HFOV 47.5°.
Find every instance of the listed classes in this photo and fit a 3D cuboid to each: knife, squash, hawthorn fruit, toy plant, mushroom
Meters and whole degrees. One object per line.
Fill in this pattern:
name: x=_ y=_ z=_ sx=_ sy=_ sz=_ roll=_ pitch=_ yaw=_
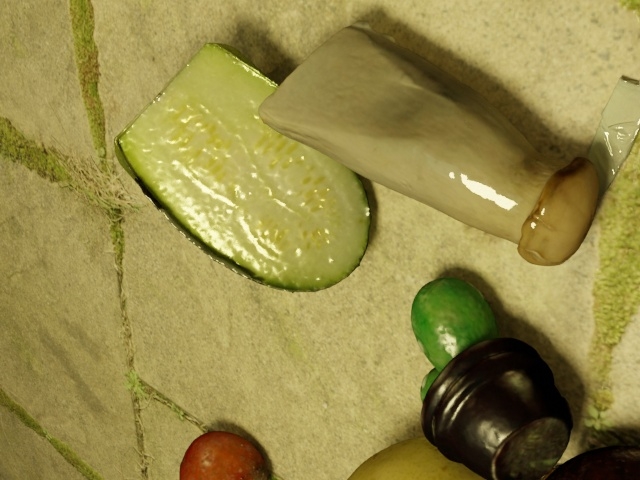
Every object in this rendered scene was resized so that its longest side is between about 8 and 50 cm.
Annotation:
knife: x=0.312 y=-0.146 z=0.721 sx=0.047 sy=0.017 sz=0.297 roll=34 pitch=135 yaw=26
squash: x=-0.083 y=-0.070 z=0.985 sx=0.233 sy=0.210 sz=0.309 roll=-44 pitch=68 yaw=2
hawthorn fruit: x=-0.193 y=0.458 z=1.414 sx=0.173 sy=0.173 sz=0.172 roll=21 pitch=125 yaw=35
toy plant: x=0.193 y=0.177 z=0.908 sx=0.235 sy=0.176 sz=0.218 roll=-131 pitch=30 yaw=-51
mushroom: x=0.123 y=-0.119 z=0.830 sx=0.407 sy=0.154 sz=0.137 roll=31 pitch=168 yaw=24

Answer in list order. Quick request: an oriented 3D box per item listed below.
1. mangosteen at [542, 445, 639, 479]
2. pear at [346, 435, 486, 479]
mangosteen: x=0.337 y=0.336 z=0.841 sx=0.261 sy=0.236 sz=0.235 roll=-112 pitch=10 yaw=-71
pear: x=0.148 y=0.420 z=0.980 sx=0.309 sy=0.309 sz=0.309 roll=21 pitch=125 yaw=35
